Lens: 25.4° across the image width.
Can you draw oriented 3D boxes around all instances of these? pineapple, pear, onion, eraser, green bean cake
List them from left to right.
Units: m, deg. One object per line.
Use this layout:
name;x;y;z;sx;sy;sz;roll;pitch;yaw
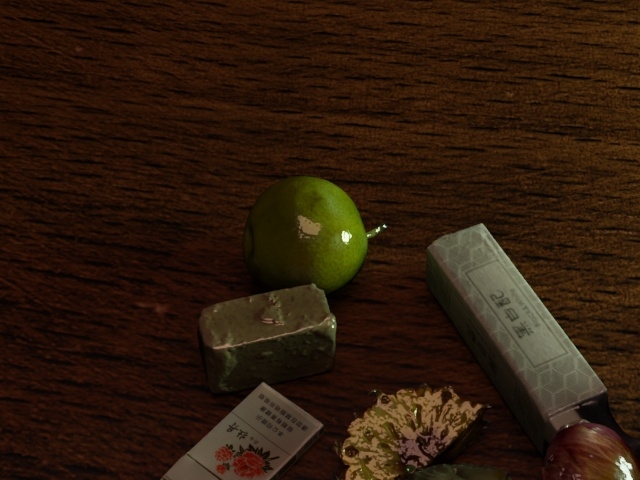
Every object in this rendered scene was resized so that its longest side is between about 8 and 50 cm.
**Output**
green bean cake;-0.071;0.131;1.889;0.179;0.109;0.085;-12;51;-8
pear;0.000;0.000;1.982;0.216;0.166;0.180;4;32;-25
pineapple;0.096;0.249;1.807;0.233;0.079;0.135;-32;54;-23
eraser;0.272;0.155;1.872;0.096;0.098;0.404;-20;51;-14
onion;0.323;0.315;1.597;0.163;0.230;0.230;-5;48;15

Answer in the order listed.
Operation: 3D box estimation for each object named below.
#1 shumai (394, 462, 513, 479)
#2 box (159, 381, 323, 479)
shumai;0.161;0.337;1.666;0.184;0.142;0.184;2;73;-8
box;-0.098;0.276;1.818;0.109;0.029;0.198;32;56;25
